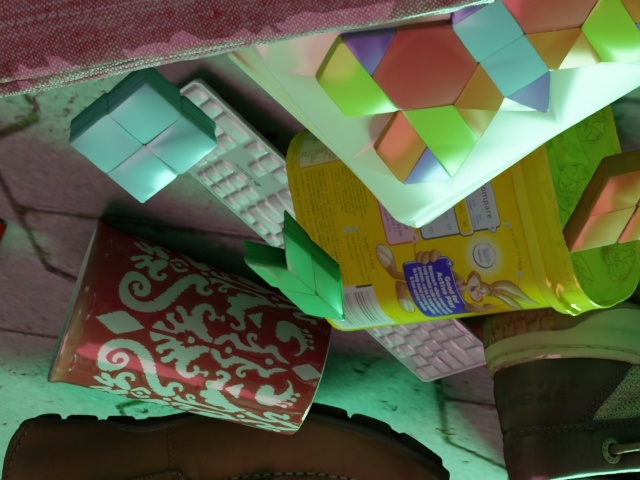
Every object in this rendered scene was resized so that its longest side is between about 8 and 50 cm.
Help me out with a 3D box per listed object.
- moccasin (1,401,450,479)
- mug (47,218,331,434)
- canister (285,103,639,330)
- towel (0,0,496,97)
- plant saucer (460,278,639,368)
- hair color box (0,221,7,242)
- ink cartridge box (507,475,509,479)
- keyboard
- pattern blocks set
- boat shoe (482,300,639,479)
[{"bbox_3d":[-0.083,0.199,1.098,0.380,0.147,0.139,-4,153,22],"label":"moccasin"},{"bbox_3d":[-0.086,0.056,1.005,0.169,0.150,0.113,18,112,-9],"label":"mug"},{"bbox_3d":[0.070,-0.018,0.775,0.170,0.073,0.126,-10,95,40],"label":"canister"},{"bbox_3d":[-0.072,-0.205,0.469,0.237,0.037,0.329,-11,123,6],"label":"towel"},{"bbox_3d":[0.127,0.032,0.902,0.200,0.037,0.200,12,148,8],"label":"plant saucer"},{"bbox_3d":[-0.299,-0.008,1.033,0.141,0.043,0.072,23,148,-12],"label":"hair color box"},{"bbox_3d":[0.179,0.211,1.050,0.086,0.148,0.203,4,147,13],"label":"ink cartridge box"},{"bbox_3d":[0.000,0.000,0.886,0.256,0.014,0.072,42,149,-18],"label":"keyboard"},{"bbox_3d":[0.070,-0.088,0.600,0.285,0.026,0.325,31,118,-29],"label":"pattern blocks set"},{"bbox_3d":[0.232,0.129,0.868,0.342,0.123,0.123,19,151,-37],"label":"boat shoe"}]
